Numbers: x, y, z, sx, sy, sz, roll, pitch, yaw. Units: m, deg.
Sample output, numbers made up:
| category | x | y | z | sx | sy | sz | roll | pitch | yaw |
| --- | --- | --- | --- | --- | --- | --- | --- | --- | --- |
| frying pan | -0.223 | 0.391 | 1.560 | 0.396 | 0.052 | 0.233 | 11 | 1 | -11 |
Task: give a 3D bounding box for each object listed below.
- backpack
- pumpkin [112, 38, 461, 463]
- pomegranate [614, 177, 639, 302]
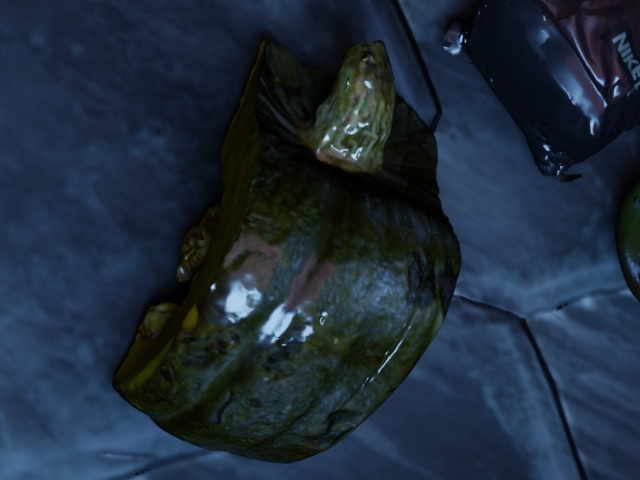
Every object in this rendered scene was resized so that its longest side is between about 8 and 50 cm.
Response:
| category | x | y | z | sx | sy | sz | roll | pitch | yaw |
| --- | --- | --- | --- | --- | --- | --- | --- | --- | --- |
| backpack | 0.170 | -0.126 | 1.108 | 0.165 | 0.106 | 0.120 | -37 | 88 | -26 |
| pumpkin | 0.003 | -0.005 | 0.988 | 0.131 | 0.126 | 0.248 | 27 | 65 | -17 |
| pomegranate | 0.237 | 0.004 | 1.107 | 0.142 | 0.114 | 0.115 | 17 | 65 | -49 |
